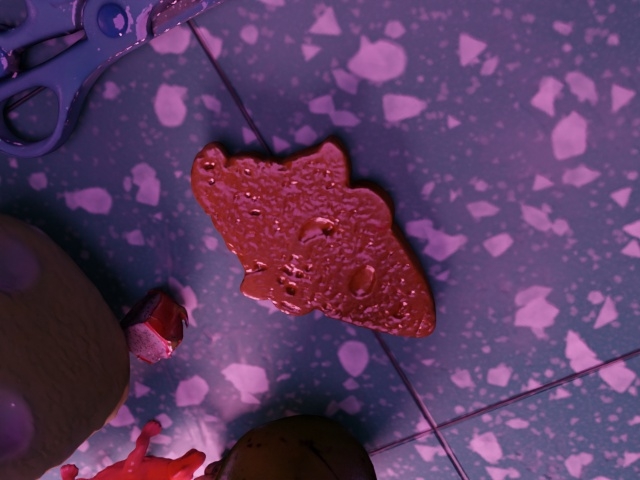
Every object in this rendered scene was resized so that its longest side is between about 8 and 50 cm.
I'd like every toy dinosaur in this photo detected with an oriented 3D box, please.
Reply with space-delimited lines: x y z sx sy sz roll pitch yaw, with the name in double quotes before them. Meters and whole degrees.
"toy dinosaur" -0.251 0.301 0.803 0.286 0.139 0.070 -26 119 2

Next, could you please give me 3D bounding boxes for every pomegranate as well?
"pomegranate" -0.046 0.272 0.760 0.210 0.179 0.179 -21 108 17

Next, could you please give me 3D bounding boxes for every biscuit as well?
"biscuit" 0.000 0.000 0.713 0.280 0.043 0.183 33 117 -11

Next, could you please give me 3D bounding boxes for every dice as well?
"dice" -0.349 0.136 0.691 0.252 0.250 0.254 -35 98 32

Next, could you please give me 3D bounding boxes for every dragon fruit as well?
"dragon fruit" -0.165 0.086 0.767 0.056 0.060 0.083 43 139 -17

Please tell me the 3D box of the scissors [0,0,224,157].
"scissors" -0.188 -0.199 0.664 0.392 0.032 0.180 -19 108 17
